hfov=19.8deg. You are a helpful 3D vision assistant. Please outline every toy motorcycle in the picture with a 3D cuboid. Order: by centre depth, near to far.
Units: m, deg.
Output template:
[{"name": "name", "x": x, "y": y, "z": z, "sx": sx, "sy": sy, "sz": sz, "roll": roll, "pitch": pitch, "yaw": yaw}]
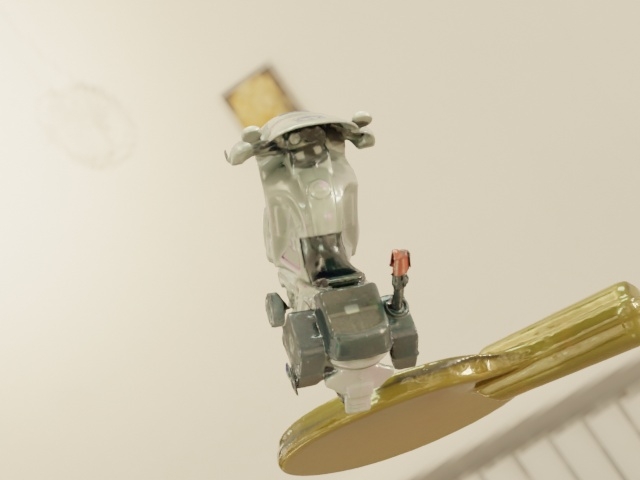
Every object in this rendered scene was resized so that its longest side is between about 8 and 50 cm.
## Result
[{"name": "toy motorcycle", "x": 0.000, "y": 0.000, "z": 1.216, "sx": 0.102, "sy": 0.221, "sz": 0.150, "roll": -9, "pitch": -34, "yaw": -14}]

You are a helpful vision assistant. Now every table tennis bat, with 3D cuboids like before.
[{"name": "table tennis bat", "x": 0.111, "y": 0.117, "z": 1.414, "sx": 0.321, "sy": 0.050, "sz": 0.198, "roll": -28, "pitch": -21, "yaw": 21}]
